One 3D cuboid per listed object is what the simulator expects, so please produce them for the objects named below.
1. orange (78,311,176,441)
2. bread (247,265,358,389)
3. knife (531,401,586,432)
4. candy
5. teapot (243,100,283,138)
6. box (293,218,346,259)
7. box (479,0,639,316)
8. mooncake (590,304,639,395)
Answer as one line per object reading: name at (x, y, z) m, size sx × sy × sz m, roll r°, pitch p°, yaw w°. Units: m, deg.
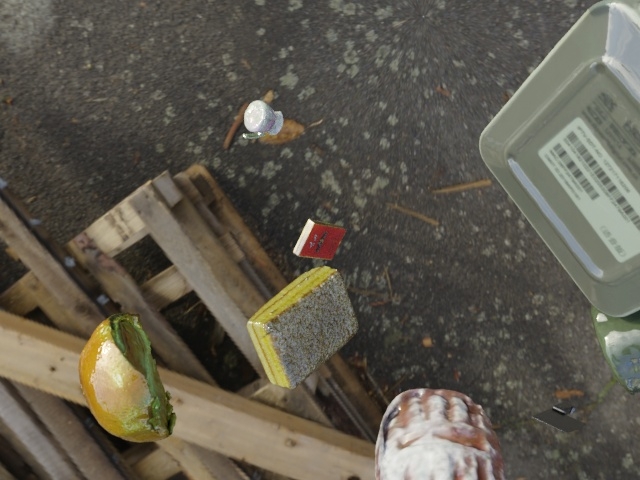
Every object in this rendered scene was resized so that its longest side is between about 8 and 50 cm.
orange at (-0.452, 0.337, 1.599) m, size 0.262 × 0.196 × 0.334 m, roll 49°, pitch 152°, yaw 30°
bread at (-0.038, 0.190, 1.517) m, size 0.110 × 0.234 × 0.184 m, roll 13°, pitch 130°, yaw 49°
knife at (0.456, 0.332, 1.272) m, size 0.072 × 0.245 × 0.019 m, roll 22°, pitch 95°, yaw 31°
candy at (0.199, 0.379, 1.149) m, size 0.214 × 0.289 × 0.157 m, roll -1°, pitch 129°, yaw 0°
teapot at (-0.117, -0.235, 1.366) m, size 0.083 × 0.064 × 0.064 m, roll -51°, pitch 55°, yaw 22°
box at (0.000, 0.000, 1.624) m, size 0.023 × 0.133 × 0.090 m, roll 34°, pitch 104°, yaw 35°
box at (0.420, -0.100, 0.959) m, size 0.367 × 0.090 × 0.373 m, roll 55°, pitch 153°, yaw 13°
mooncake at (0.518, 0.164, 1.128) m, size 0.104 × 0.175 × 0.168 m, roll -31°, pitch 80°, yaw 20°
